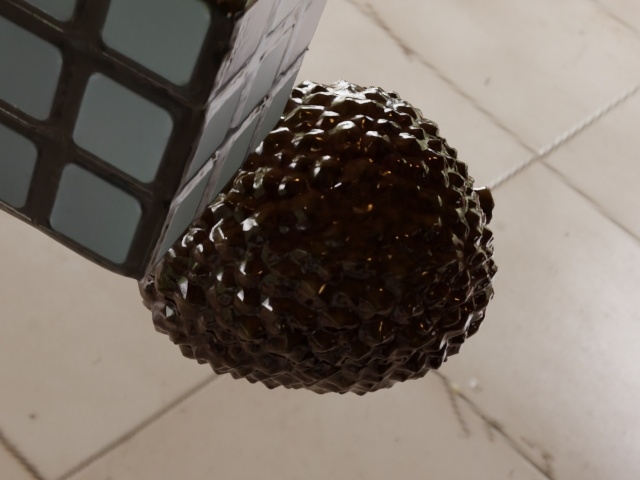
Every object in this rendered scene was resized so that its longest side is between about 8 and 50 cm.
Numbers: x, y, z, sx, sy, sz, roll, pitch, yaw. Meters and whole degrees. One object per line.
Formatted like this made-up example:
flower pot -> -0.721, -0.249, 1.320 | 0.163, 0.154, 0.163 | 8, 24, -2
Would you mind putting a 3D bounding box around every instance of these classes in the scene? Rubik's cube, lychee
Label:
Rubik's cube -> -0.094, -0.109, 0.590 | 0.160, 0.163, 0.162 | 29, 40, 4
lychee -> 0.000, 0.000, 0.949 | 0.271, 0.236, 0.236 | -8, 52, -21

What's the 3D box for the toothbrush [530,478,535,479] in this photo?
toothbrush -> 0.217, 0.185, 0.713 | 0.030, 0.030, 0.297 | -2, 11, -39
